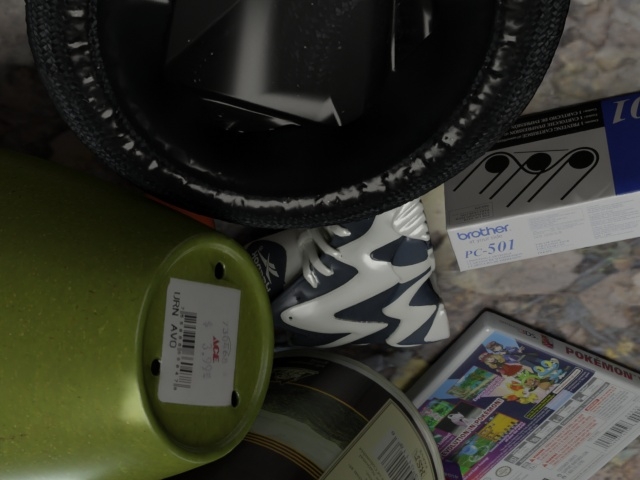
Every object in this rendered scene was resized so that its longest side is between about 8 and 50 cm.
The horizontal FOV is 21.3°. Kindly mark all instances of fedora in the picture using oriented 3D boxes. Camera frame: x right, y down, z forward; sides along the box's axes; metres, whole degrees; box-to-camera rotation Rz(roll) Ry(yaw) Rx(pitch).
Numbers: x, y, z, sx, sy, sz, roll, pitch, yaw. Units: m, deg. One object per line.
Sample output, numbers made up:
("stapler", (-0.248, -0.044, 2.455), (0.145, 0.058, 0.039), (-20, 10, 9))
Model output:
("fedora", (-0.013, -0.170, 0.986), (0.334, 0.153, 0.334), (0, 131, 0))

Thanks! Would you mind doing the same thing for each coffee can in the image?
("coffee can", (-0.049, 0.217, 1.182), (0.201, 0.275, 0.202), (7, 110, 20))

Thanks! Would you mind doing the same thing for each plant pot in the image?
("plant pot", (-0.187, 0.061, 1.071), (0.293, 0.275, 0.275), (2, 141, 34))

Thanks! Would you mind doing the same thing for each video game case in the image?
("video game case", (0.156, 0.151, 1.399), (0.183, 0.023, 0.201), (23, 132, -20))

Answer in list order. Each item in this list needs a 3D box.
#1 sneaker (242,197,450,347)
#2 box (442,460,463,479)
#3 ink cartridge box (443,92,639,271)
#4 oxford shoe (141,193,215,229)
("sneaker", (0.000, 0.000, 1.199), (0.153, 0.094, 0.235), (-14, 144, 3))
("box", (-0.020, 0.298, 1.434), (0.200, 0.057, 0.293), (14, 115, -11))
("ink cartridge box", (0.187, -0.047, 1.147), (0.207, 0.097, 0.046), (-12, 134, 12))
("oxford shoe", (-0.133, 0.090, 1.289), (0.096, 0.098, 0.271), (4, 135, -4))
